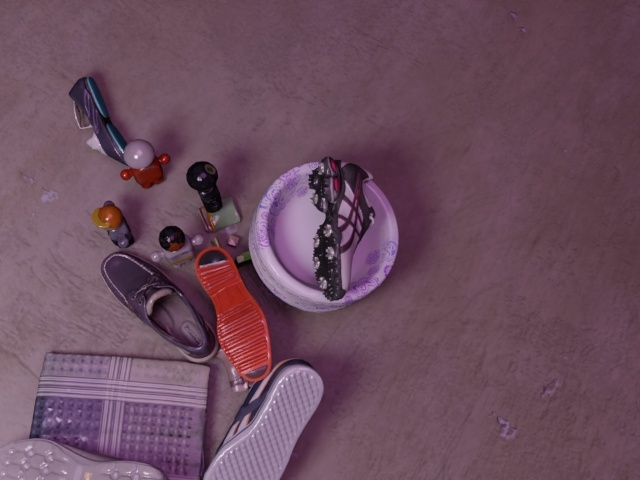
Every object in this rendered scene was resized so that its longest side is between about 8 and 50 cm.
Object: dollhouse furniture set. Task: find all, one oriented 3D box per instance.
[{"bbox_3d":[-0.183,-0.020,1.818,0.076,0.058,0.151,-21,80,-16],"label":"dollhouse furniture set"}]

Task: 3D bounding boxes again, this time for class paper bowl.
[{"bbox_3d":[0.000,0.000,1.797,0.284,0.148,0.284,5,72,-14],"label":"paper bowl"}]

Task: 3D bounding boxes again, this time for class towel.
[{"bbox_3d":[-0.369,0.370,1.687,0.324,0.056,0.312,6,71,-7],"label":"towel"}]

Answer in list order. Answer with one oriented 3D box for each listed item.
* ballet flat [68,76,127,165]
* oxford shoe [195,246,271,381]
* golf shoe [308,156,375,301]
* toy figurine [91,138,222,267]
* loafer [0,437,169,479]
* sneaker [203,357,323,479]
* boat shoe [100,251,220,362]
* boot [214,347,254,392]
[{"bbox_3d":[-0.442,-0.226,1.824,0.074,0.074,0.203,-27,88,-17],"label":"ballet flat"},{"bbox_3d":[-0.154,0.143,1.747,0.097,0.098,0.271,-21,72,0],"label":"oxford shoe"},{"bbox_3d":[0.049,-0.022,1.687,0.120,0.105,0.273,6,73,-22],"label":"golf shoe"},{"bbox_3d":[-0.305,-0.068,1.741,0.213,0.148,0.209,22,72,9],"label":"toy figurine"},{"bbox_3d":[-0.412,0.415,1.580,0.319,0.111,0.112,10,64,11],"label":"loafer"},{"bbox_3d":[-0.108,0.362,1.703,0.126,0.127,0.321,37,90,-13],"label":"sneaker"},{"bbox_3d":[-0.305,0.116,1.728,0.285,0.092,0.103,43,75,11],"label":"boat shoe"},{"bbox_3d":[-0.165,0.248,1.760,0.118,0.042,0.087,-1,83,-4],"label":"boot"}]
